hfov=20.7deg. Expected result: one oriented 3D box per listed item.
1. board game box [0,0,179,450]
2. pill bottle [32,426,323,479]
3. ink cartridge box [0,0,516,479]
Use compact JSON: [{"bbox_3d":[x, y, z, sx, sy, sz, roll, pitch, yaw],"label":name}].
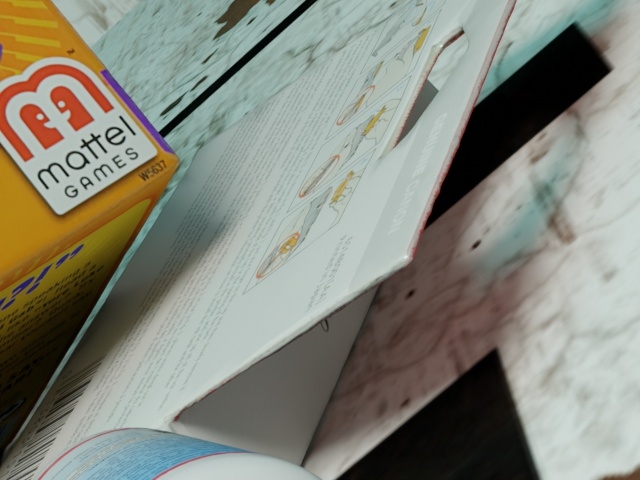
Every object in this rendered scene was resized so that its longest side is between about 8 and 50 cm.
[{"bbox_3d":[-0.346,-0.006,0.778,0.356,0.356,0.356,-35,-8,-32],"label":"board game box"},{"bbox_3d":[-0.036,0.103,0.517,0.087,0.087,0.160,-49,16,-17],"label":"pill bottle"},{"bbox_3d":[0.000,0.000,0.733,0.261,0.066,0.296,-33,19,36],"label":"ink cartridge box"}]
